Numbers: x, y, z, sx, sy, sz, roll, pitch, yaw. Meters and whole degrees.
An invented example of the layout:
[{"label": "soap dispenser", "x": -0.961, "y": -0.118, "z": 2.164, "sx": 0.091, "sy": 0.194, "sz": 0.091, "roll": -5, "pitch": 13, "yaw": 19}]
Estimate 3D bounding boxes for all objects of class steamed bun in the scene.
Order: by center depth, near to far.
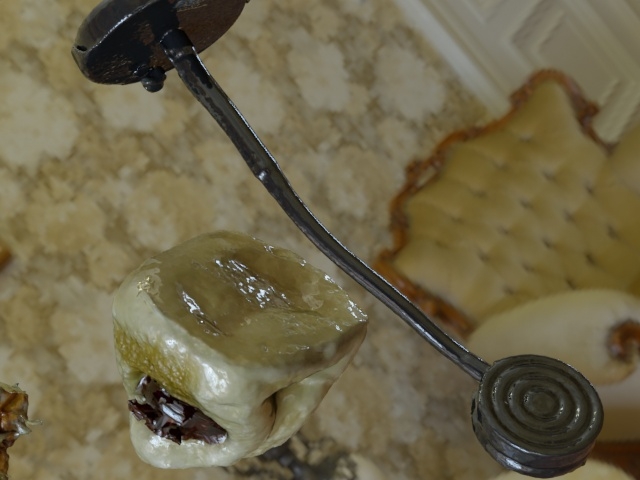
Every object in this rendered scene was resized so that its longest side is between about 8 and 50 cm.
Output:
[{"label": "steamed bun", "x": -0.072, "y": 0.094, "z": 0.929, "sx": 0.172, "sy": 0.141, "sz": 0.155, "roll": -20, "pitch": -39, "yaw": -52}]

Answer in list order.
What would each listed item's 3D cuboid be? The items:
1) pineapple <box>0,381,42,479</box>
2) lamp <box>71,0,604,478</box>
[{"label": "pineapple", "x": -0.514, "y": 0.244, "z": 1.400, "sx": 0.344, "sy": 0.209, "sz": 0.286, "roll": 10, "pitch": 80, "yaw": 32}, {"label": "lamp", "x": 0.006, "y": -0.027, "z": 0.704, "sx": 0.130, "sy": 0.371, "sz": 0.108, "roll": -23, "pitch": -33, "yaw": -32}]
